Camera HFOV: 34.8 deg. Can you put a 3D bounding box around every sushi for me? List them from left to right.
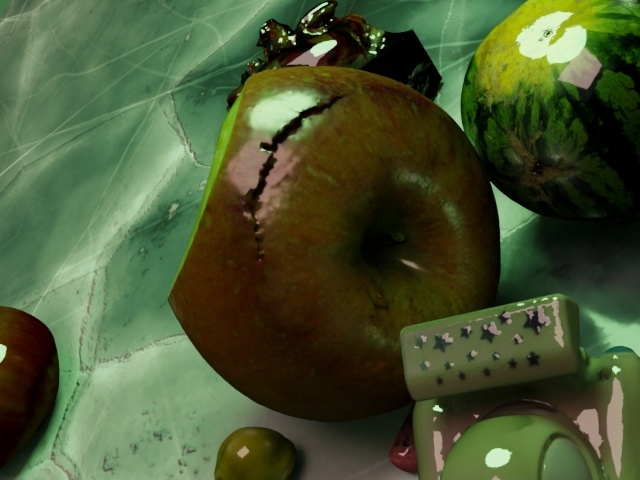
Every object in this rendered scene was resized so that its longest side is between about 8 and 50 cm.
[{"bbox_3d":[-0.005,-0.211,1.418,0.227,0.212,0.215,9,61,43],"label":"sushi"}]

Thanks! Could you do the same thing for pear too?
[{"bbox_3d":[-0.075,0.255,1.166,0.097,0.092,0.092,-13,26,-32],"label":"pear"}]

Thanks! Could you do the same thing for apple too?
[{"bbox_3d":[0.000,0.000,1.101,0.374,0.384,0.374,-20,12,4],"label":"apple"}]

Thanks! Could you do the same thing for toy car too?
[{"bbox_3d":[0.174,0.243,0.852,0.242,0.226,0.336,-15,46,30],"label":"toy car"}]

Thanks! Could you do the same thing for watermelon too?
[{"bbox_3d":[0.285,-0.148,1.092,0.269,0.269,0.269,-23,44,23],"label":"watermelon"}]

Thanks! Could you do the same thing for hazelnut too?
[{"bbox_3d":[-0.489,0.203,1.463,0.217,0.217,0.252,-24,42,22],"label":"hazelnut"}]

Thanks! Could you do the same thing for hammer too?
[{"bbox_3d":[0.105,0.207,1.088,0.043,0.043,0.083,8,60,44],"label":"hammer"}]
